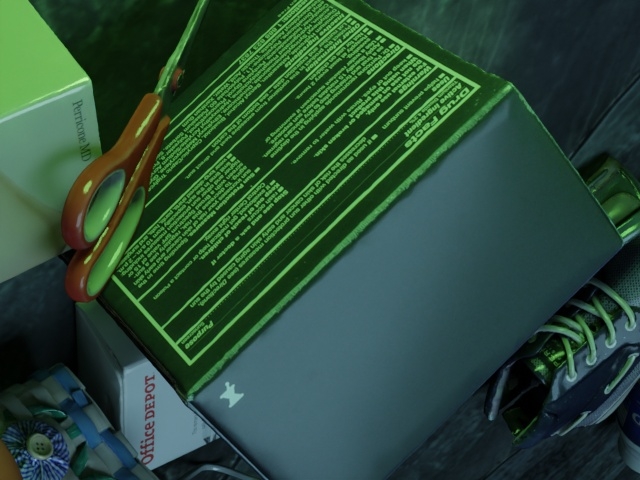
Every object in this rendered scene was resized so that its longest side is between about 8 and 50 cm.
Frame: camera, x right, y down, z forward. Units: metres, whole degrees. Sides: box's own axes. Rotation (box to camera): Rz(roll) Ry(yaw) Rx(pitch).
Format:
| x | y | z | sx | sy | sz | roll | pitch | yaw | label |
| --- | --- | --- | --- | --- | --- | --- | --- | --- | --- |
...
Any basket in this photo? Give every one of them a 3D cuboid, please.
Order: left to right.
| x | y | z | sx | sy | sz | roll | pitch | yaw | label |
| --- | --- | --- | --- | --- | --- | --- | --- | --- | --- |
| -0.268 | 0.248 | 1.417 | 0.289 | 0.255 | 0.201 | -40 | 176 | -23 | basket |

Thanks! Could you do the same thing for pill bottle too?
| x | y | z | sx | sy | sz | roll | pitch | yaw | label |
| --- | --- | --- | --- | --- | --- | --- | --- | --- | --- |
| 0.420 | 0.201 | 2.187 | 0.112 | 0.112 | 0.187 | -24 | 144 | -23 | pill bottle |

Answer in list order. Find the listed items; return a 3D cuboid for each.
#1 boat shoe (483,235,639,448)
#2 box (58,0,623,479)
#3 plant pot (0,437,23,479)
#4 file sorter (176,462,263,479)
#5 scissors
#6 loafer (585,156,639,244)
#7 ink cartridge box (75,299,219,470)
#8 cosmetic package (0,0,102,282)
| x | y | z | sx | sy | sz | roll | pitch | yaw | label |
| --- | --- | --- | --- | --- | --- | --- | --- | --- | --- |
| 0.299 | 0.093 | 1.916 | 0.158 | 0.127 | 0.341 | -19 | 143 | -42 | boat shoe |
| 0.000 | 0.000 | 1.287 | 0.296 | 0.294 | 0.183 | -44 | 124 | -4 | box |
| -0.318 | 0.216 | 1.202 | 0.275 | 0.275 | 0.243 | -47 | -178 | 10 | plant pot |
| -0.090 | 0.373 | 1.709 | 0.173 | 0.192 | 0.278 | -26 | 135 | -76 | file sorter |
| -0.111 | -0.093 | 1.250 | 0.109 | 0.021 | 0.297 | 83 | 27 | -57 | scissors |
| 0.210 | 0.014 | 1.801 | 0.267 | 0.084 | 0.096 | -31 | 178 | -7 | loafer |
| -0.097 | 0.091 | 1.545 | 0.219 | 0.092 | 0.160 | -22 | 143 | -25 | ink cartridge box |
| -0.303 | -0.025 | 1.180 | 0.309 | 0.113 | 0.160 | -27 | 145 | -19 | cosmetic package |
